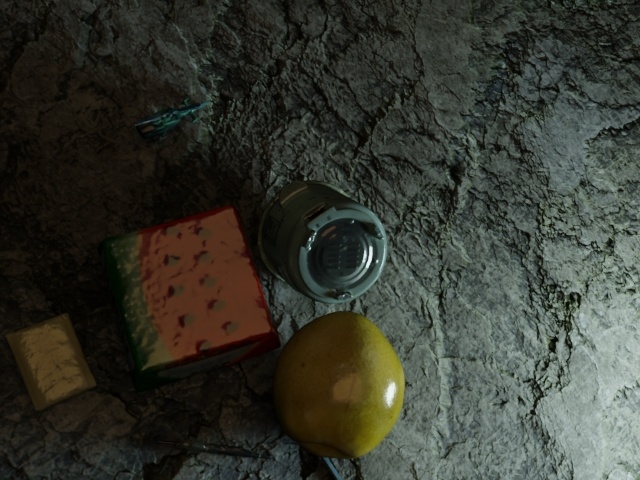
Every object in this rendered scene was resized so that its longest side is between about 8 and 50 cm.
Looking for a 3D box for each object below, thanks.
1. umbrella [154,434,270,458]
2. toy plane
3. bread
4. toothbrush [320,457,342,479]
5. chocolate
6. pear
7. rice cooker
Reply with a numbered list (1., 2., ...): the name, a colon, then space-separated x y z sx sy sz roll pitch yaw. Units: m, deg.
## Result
1. umbrella: -0.240 0.462 1.726 0.269 0.044 0.044 17 42 -21
2. toy plane: -0.370 -0.301 1.901 0.235 0.096 0.060 -30 85 -41
3. bread: -0.576 0.261 1.667 0.140 0.060 0.178 -20 80 -21
4. toothbrush: 0.001 0.494 1.791 0.025 0.019 0.275 -31 84 -18
5. chocolate: -0.295 0.114 1.731 0.341 0.161 0.360 -16 78 -12
6. pear: 0.040 0.321 1.709 0.314 0.314 0.314 5 71 -15
7. rice cooker: 0.000 0.000 1.812 0.264 0.316 0.316 -38 86 -8
